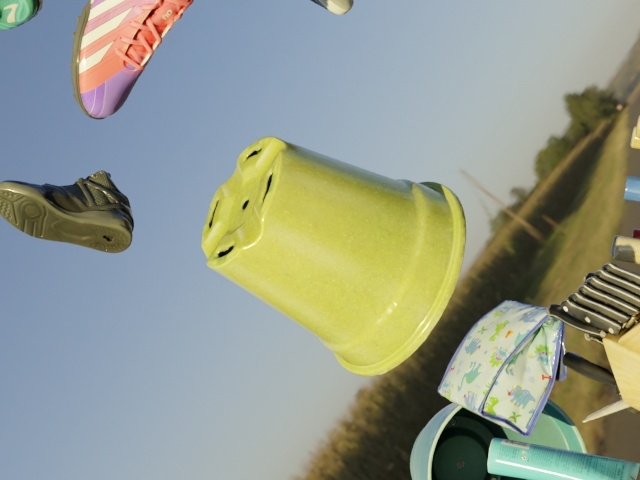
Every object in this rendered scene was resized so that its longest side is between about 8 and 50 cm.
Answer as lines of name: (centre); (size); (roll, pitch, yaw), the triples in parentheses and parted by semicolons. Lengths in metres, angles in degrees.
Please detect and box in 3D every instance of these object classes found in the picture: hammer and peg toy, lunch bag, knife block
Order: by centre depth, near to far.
knife block: (0.368, 0.137, 1.094); (0.088, 0.275, 0.242); (-38, -13, -19)
lunch bag: (0.230, 0.148, 1.289); (0.151, 0.096, 0.129); (-65, 19, -5)
hammer and peg toy: (0.519, -0.015, 1.608); (0.266, 0.127, 0.361); (2, -82, -76)

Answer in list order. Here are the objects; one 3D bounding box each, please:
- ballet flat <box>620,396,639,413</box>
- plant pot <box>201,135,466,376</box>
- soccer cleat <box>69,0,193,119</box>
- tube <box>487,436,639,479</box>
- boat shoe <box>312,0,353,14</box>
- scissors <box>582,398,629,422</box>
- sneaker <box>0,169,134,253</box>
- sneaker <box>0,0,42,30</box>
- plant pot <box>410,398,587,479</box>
ballet flat: (0.498, 0.177, 1.551); (0.173, 0.049, 0.057); (-64, 32, 15)
plant pot: (0.000, 0.000, 1.340); (0.276, 0.254, 0.276); (-41, 34, 37)
soccer cleat: (-0.220, -0.299, 1.336); (0.109, 0.116, 0.318); (18, -87, -65)
tube: (0.345, 0.323, 1.506); (0.080, 0.207, 0.052); (-54, -35, -54)
boat shoe: (-0.040, -0.435, 1.680); (0.070, 0.219, 0.078); (-42, 5, 45)
scissors: (0.488, 0.180, 1.372); (0.297, 0.109, 0.021); (-34, -44, -7)
sneaker: (-0.413, -0.063, 1.712); (0.130, 0.228, 0.087); (-94, 22, -51)
sneaker: (-0.515, -0.311, 1.502); (0.110, 0.275, 0.107); (-80, -32, -42)
plant pot: (0.274, 0.387, 1.778); (0.271, 0.272, 0.255); (-51, 3, -14)
